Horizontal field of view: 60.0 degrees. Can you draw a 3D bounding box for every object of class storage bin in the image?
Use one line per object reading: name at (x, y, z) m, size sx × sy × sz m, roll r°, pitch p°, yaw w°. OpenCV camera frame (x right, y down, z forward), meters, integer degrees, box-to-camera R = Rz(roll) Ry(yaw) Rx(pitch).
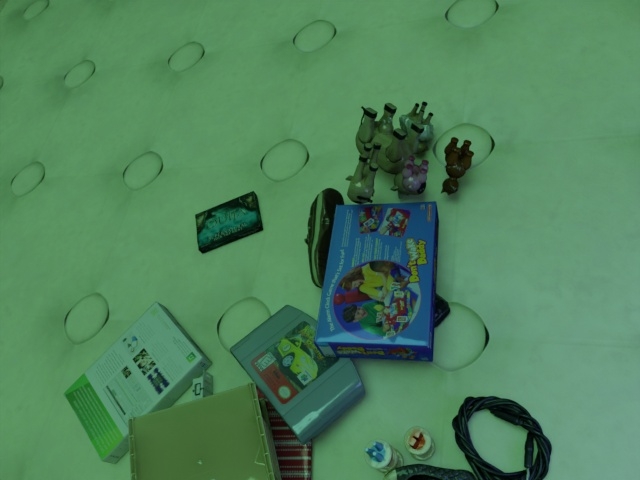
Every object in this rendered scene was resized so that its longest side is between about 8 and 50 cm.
storage bin at (-0.217, 0.442, 1.068) m, size 0.262 × 0.123 × 0.261 m, roll -15°, pitch 53°, yaw -6°

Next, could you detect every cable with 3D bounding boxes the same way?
cable at (0.332, 0.364, 1.025) m, size 0.150 × 0.047 × 0.185 m, roll -30°, pitch 54°, yaw 3°

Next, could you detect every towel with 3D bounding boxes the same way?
towel at (-0.111, 0.440, 1.169) m, size 0.198 × 0.031 × 0.275 m, roll -7°, pitch 60°, yaw 16°

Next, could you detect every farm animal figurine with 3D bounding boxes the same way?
farm animal figurine at (0.174, -0.186, 1.323) m, size 0.330 × 0.172 × 0.327 m, roll -7°, pitch 46°, yaw -24°

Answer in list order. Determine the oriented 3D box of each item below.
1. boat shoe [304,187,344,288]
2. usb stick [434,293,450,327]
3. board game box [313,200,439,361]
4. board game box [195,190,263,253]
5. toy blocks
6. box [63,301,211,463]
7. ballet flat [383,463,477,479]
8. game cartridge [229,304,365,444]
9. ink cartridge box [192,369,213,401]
boat shoe at (0.006, 0.003, 1.361) m, size 0.095 × 0.095 × 0.258 m, roll -26°, pitch 49°, yaw 49°
usb stick at (0.170, 0.094, 1.254) m, size 0.077 × 0.045 × 0.278 m, roll -41°, pitch 54°, yaw -13°
board game box at (0.130, 0.079, 1.198) m, size 0.233 × 0.078 × 0.347 m, roll -1°, pitch 57°, yaw 17°
board game box at (-0.254, -0.051, 1.521) m, size 0.186 × 0.026 × 0.126 m, roll -21°, pitch 56°, yaw 9°
toy blocks at (0.145, 0.384, 1.026) m, size 0.123 × 0.148 × 0.054 m, roll -28°, pitch 55°, yaw 5°
box at (-0.449, 0.338, 1.352) m, size 0.322 × 0.058 × 0.232 m, roll -45°, pitch 55°, yaw -9°
ballet flat at (0.201, 0.441, 1.005) m, size 0.173 × 0.058 × 0.049 m, roll 0°, pitch 29°, yaw 4°
game cartridge at (-0.048, 0.271, 1.204) m, size 0.196 × 0.060 × 0.294 m, roll -35°, pitch 48°, yaw -18°
ink cartridge box at (-0.271, 0.347, 1.277) m, size 0.028 × 0.048 × 0.083 m, roll -14°, pitch 55°, yaw 13°
